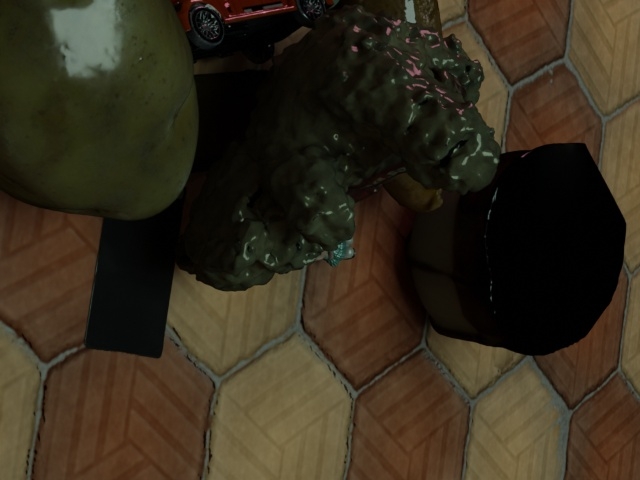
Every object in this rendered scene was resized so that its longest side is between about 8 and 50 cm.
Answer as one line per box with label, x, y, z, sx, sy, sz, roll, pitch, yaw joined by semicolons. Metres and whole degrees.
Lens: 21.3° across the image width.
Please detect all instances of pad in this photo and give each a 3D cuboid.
pad;-0.196;0.026;1.817;0.116;0.004;0.193;15;82;-49

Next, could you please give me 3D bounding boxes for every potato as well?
potato;-0.240;-0.163;1.582;0.243;0.221;0.326;-51;140;-21

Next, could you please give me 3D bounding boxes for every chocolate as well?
chocolate;0.231;0.003;2.184;0.284;0.186;0.283;-8;103;-40

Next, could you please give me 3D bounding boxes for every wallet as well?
wallet;-0.107;-0.133;1.889;0.198;0.031;0.110;-10;99;-50

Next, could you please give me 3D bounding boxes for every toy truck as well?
toy truck;-0.109;-0.248;1.815;0.253;0.107;0.114;-18;83;-48

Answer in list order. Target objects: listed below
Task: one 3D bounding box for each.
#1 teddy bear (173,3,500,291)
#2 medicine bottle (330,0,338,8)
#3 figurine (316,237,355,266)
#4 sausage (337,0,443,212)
teddy bear;0.002;-0.074;1.800;0.224;0.357;0.367;37;106;-13
medicine bottle;-0.017;-0.298;1.973;0.083;0.047;0.047;7;87;-50
figurine;0.000;0.000;2.014;0.106;0.047;0.060;6;97;-52
sausage;0.084;-0.279;2.029;0.123;0.136;0.500;-14;105;-30
